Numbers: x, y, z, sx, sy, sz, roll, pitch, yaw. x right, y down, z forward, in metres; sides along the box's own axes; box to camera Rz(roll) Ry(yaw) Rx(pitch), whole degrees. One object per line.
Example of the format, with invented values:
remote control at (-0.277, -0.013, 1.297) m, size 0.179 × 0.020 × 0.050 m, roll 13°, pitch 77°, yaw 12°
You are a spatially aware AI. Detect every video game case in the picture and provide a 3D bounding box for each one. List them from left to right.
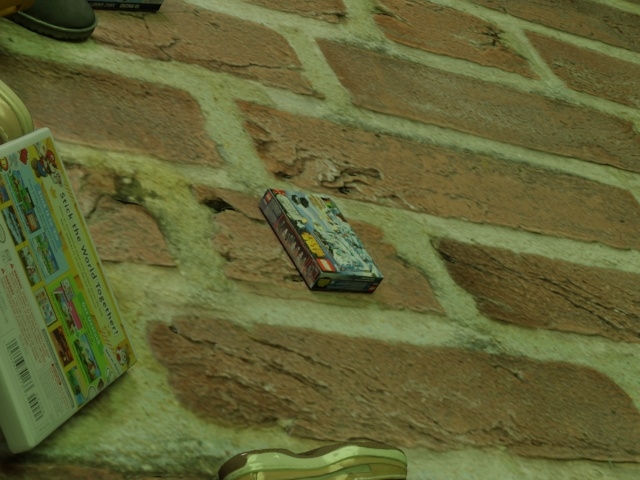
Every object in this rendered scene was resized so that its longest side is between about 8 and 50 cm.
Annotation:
video game case at (-0.241, 0.034, 1.283) m, size 0.227 × 0.026 × 0.206 m, roll 70°, pitch 22°, yaw -9°

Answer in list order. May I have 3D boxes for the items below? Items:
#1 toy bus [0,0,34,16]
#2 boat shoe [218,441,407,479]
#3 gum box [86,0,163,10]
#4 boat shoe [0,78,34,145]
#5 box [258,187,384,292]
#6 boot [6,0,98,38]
toy bus at (-0.398, -0.260, 1.618) m, size 0.191 × 0.202 × 0.104 m, roll -25°, pitch 94°, yaw -64°
boat shoe at (0.001, 0.224, 1.361) m, size 0.190 × 0.068 × 0.072 m, roll -1°, pitch 56°, yaw -31°
gum box at (-0.300, -0.361, 1.929) m, size 0.157 × 0.041 × 0.184 m, roll -7°, pitch 48°, yaw -48°
boat shoe at (-0.433, -0.132, 1.405) m, size 0.341 × 0.122 × 0.110 m, roll 21°, pitch 35°, yaw -2°
box at (0.000, 0.000, 1.710) m, size 0.094 × 0.027 × 0.137 m, roll 6°, pitch 39°, yaw -41°
boot at (-0.302, -0.338, 1.726) m, size 0.189 × 0.208 × 0.076 m, roll 16°, pitch 35°, yaw -28°
